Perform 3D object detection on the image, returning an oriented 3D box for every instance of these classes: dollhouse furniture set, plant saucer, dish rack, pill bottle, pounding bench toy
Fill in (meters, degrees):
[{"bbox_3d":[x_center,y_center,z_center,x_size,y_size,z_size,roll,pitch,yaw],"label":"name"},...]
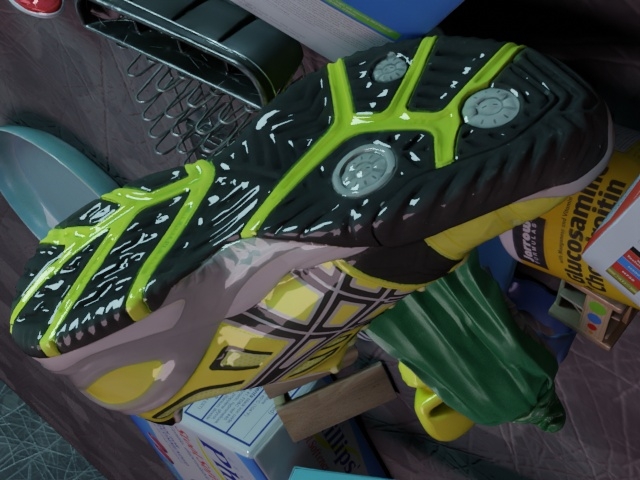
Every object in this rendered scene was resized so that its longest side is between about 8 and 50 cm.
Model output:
[{"bbox_3d":[-0.013,0.101,1.326,0.151,0.123,0.144,-111,-3,-51],"label":"dollhouse furniture set"},{"bbox_3d":[-0.300,-0.029,1.530,0.317,0.044,0.317,34,153,20],"label":"plant saucer"},{"bbox_3d":[-0.083,-0.102,1.047,0.208,0.074,0.271,29,152,30],"label":"dish rack"},{"bbox_3d":[0.175,-0.021,0.752,0.184,0.103,0.103,23,149,36],"label":"pill bottle"},{"bbox_3d":[0.213,0.040,0.853,0.083,0.052,0.065,33,153,21],"label":"pounding bench toy"}]

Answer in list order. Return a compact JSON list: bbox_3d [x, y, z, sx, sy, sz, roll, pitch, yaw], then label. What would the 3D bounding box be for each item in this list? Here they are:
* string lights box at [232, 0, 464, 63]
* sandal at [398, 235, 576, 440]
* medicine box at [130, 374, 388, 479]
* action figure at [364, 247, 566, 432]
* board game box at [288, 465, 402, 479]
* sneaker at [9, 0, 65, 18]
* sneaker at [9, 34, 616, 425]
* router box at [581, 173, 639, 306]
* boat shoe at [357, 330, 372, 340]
[{"bbox_3d":[0.037,-0.192,0.678,0.133,0.076,0.260,30,158,-12],"label":"string lights box"},{"bbox_3d":[0.097,0.000,0.922,0.138,0.126,0.317,-18,114,21],"label":"sandal"},{"bbox_3d":[-0.086,0.250,1.529,0.289,0.149,0.263,18,146,44],"label":"medicine box"},{"bbox_3d":[0.091,0.055,0.850,0.137,0.063,0.232,-40,101,22],"label":"action figure"},{"bbox_3d":[0.082,0.372,1.235,0.336,0.254,0.079,1,136,31],"label":"board game box"},{"bbox_3d":[-0.289,-0.261,1.137,0.118,0.042,0.067,40,159,11],"label":"sneaker"},{"bbox_3d":[0.000,0.000,0.751,0.385,0.145,0.147,-21,135,19],"label":"sneaker"},{"bbox_3d":[0.298,0.045,0.493,0.335,0.082,0.301,40,165,7],"label":"router box"},{"bbox_3d":[0.054,0.036,1.073,0.083,0.065,0.183,26,149,37],"label":"boat shoe"}]
